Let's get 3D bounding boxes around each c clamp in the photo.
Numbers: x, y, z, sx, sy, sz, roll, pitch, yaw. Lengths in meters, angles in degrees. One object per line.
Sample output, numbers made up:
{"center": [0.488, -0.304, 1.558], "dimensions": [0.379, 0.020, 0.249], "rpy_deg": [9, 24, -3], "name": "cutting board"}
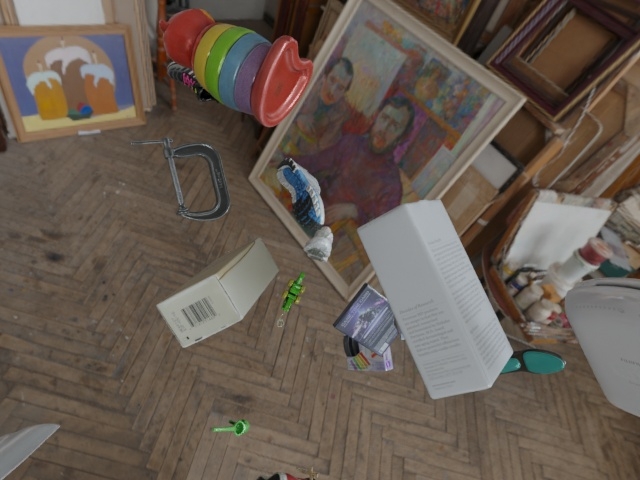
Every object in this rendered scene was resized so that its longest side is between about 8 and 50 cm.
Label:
{"center": [-0.230, -0.105, 0.727], "dimensions": [0.137, 0.022, 0.161], "rpy_deg": [-20, 93, -27], "name": "c clamp"}

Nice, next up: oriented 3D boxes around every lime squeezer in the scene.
{"center": [-0.351, 0.757, 1.736], "dimensions": [0.109, 0.310, 0.059], "rpy_deg": [21, 74, 7], "name": "lime squeezer"}

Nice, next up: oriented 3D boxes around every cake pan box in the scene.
{"center": [0.225, 0.512, 2.086], "dimensions": [0.070, 0.266, 0.246], "rpy_deg": [3, 78, -41], "name": "cake pan box"}

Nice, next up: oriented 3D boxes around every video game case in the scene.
{"center": [0.197, 0.299, 1.574], "dimensions": [0.274, 0.196, 0.026], "rpy_deg": [38, 0, -30], "name": "video game case"}

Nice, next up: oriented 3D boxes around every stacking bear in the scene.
{"center": [-0.188, -0.366, 0.855], "dimensions": [0.289, 0.164, 0.175], "rpy_deg": [32, 10, 12], "name": "stacking bear"}

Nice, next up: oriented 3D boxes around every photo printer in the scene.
{"center": [0.623, 0.208, 0.792], "dimensions": [0.107, 0.256, 0.308], "rpy_deg": [-34, 102, -16], "name": "photo printer"}

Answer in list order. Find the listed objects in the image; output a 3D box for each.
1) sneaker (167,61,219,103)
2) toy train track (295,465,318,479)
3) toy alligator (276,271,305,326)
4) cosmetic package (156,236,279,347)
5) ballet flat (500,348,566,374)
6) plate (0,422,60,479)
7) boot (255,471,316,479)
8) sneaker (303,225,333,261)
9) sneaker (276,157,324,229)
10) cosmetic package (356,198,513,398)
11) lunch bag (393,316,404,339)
{"center": [-0.301, -0.385, 1.039], "dimensions": [0.170, 0.063, 0.075], "rpy_deg": [19, 59, -3], "name": "sneaker"}
{"center": [-0.042, 0.738, 1.349], "dimensions": [0.014, 0.083, 0.048], "rpy_deg": [10, 79, -57], "name": "toy train track"}
{"center": [-0.101, 0.189, 1.366], "dimensions": [0.056, 0.051, 0.190], "rpy_deg": [28, 74, -10], "name": "toy alligator"}
{"center": [-0.221, 0.106, 0.992], "dimensions": [0.113, 0.160, 0.309], "rpy_deg": [61, 13, -9], "name": "cosmetic package"}
{"center": [0.555, 0.324, 1.153], "dimensions": [0.074, 0.203, 0.074], "rpy_deg": [26, 56, -46], "name": "ballet flat"}
{"center": [-0.511, 0.347, 0.517], "dimensions": [0.277, 0.278, 0.045], "rpy_deg": [-33, 93, -8], "name": "plate"}
{"center": [-0.122, 0.870, 1.475], "dimensions": [0.176, 0.244, 0.088], "rpy_deg": [23, 47, -25], "name": "boot"}
{"center": [0.000, 0.000, 1.434], "dimensions": [0.090, 0.232, 0.115], "rpy_deg": [18, 80, 0], "name": "sneaker"}
{"center": [-0.023, -0.101, 0.916], "dimensions": [0.082, 0.071, 0.191], "rpy_deg": [12, 44, -45], "name": "sneaker"}
{"center": [0.294, 0.132, 1.083], "dimensions": [0.230, 0.161, 0.454], "rpy_deg": [-12, 76, -53], "name": "cosmetic package"}
{"center": [0.274, 0.269, 1.379], "dimensions": [0.053, 0.083, 0.071], "rpy_deg": [-14, 39, -8], "name": "lunch bag"}
